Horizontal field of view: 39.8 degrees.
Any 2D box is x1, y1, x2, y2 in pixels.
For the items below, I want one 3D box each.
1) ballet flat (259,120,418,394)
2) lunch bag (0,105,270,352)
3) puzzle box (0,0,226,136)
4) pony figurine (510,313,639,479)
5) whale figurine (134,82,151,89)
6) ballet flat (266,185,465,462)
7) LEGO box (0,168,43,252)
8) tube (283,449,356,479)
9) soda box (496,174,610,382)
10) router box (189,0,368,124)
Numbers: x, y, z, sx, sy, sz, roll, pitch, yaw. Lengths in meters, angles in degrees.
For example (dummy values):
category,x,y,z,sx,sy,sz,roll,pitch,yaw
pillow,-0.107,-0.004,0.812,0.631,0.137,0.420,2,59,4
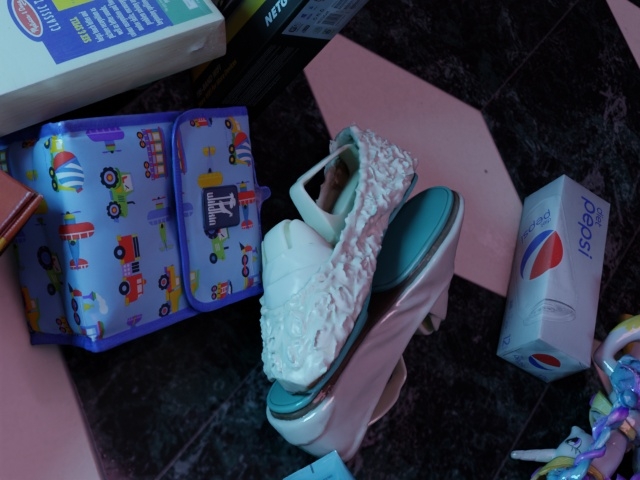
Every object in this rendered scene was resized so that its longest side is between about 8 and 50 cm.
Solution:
category,x,y,z,sx,sy,sz,roll,pitch,yaw
ballet flat,0.000,0.000,1.056,0.147,0.147,0.408,38,44,-12
lunch bag,-0.173,-0.026,0.961,0.293,0.138,0.220,-15,100,-45
puzzle box,-0.311,-0.287,0.918,0.272,0.052,0.409,-24,59,-20
pony figurine,0.479,0.275,1.185,0.351,0.302,0.363,30,54,22
whale figurine,-0.263,-0.272,1.022,0.216,0.141,0.272,52,52,-2
ballet flat,0.078,0.103,1.090,0.139,0.139,0.400,42,58,-9
LEGO box,-0.529,0.057,0.680,0.372,0.193,0.500,39,55,-14
tube,0.050,0.331,0.995,0.207,0.080,0.052,52,21,-6
soda box,0.339,0.052,1.276,0.098,0.091,0.286,30,57,-17
router box,-0.071,-0.316,1.054,0.081,0.309,0.242,-1,69,-33
